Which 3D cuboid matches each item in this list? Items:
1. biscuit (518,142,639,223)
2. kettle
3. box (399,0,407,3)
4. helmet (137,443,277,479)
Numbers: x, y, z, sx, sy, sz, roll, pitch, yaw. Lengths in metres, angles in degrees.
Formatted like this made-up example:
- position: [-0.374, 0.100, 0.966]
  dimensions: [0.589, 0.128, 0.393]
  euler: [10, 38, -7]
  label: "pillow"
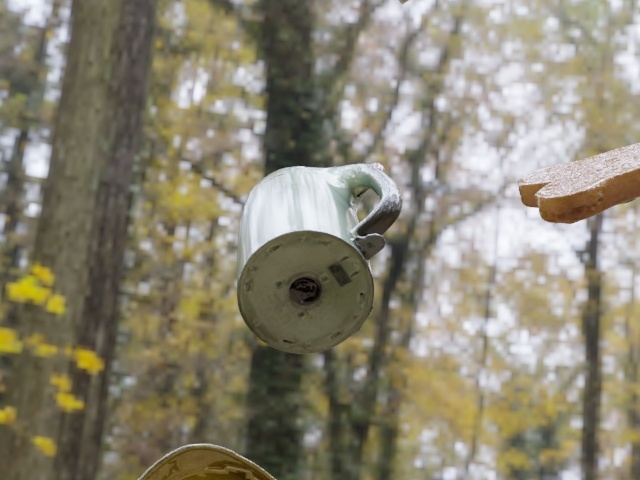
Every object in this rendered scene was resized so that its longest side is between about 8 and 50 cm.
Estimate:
- position: [0.286, -0.062, 1.294]
  dimensions: [0.250, 0.036, 0.165]
  euler: [-18, 11, 2]
  label: "biscuit"
- position: [0.000, 0.000, 2.035]
  dimensions: [0.240, 0.255, 0.165]
  euler: [-32, -70, 11]
  label: "kettle"
- position: [0.125, -0.333, 2.037]
  dimensions: [0.054, 0.083, 0.024]
  euler: [-26, -69, 30]
  label: "box"
- position: [-0.135, 0.324, 1.760]
  dimensions: [0.257, 0.205, 0.140]
  euler: [54, -16, -21]
  label: "helmet"
